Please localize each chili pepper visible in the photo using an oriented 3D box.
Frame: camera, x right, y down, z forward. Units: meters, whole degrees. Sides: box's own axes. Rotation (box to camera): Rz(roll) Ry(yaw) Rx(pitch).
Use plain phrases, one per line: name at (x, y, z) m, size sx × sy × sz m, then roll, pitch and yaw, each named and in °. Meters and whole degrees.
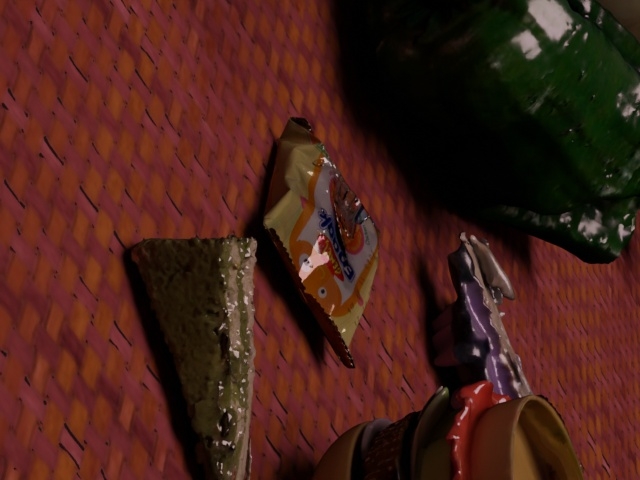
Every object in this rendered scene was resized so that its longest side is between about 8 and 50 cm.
chili pepper at (0.159, -0.085, 1.400) m, size 0.167 × 0.213 × 0.385 m, roll -58°, pitch 139°, yaw -5°

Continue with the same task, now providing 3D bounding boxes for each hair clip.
hair clip at (0.138, 0.133, 1.319) m, size 0.106 × 0.084 × 0.292 m, roll -20°, pitch 88°, yaw -63°

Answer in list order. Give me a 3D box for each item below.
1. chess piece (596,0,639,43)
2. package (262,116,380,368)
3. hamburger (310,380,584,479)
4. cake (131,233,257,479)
chess piece at (0.303, -0.182, 1.732) m, size 0.442 × 0.234 × 0.234 m, roll 52°, pitch 29°, yaw -40°
package at (0.000, -0.001, 1.140) m, size 0.108 × 0.031 × 0.120 m, roll 59°, pitch 26°, yaw -31°
hamburger at (0.063, 0.160, 1.025) m, size 0.175 × 0.137 × 0.175 m, roll -14°, pitch 90°, yaw -72°
cake at (-0.046, 0.060, 0.959) m, size 0.051 × 0.055 × 0.140 m, roll -19°, pitch 93°, yaw -75°
